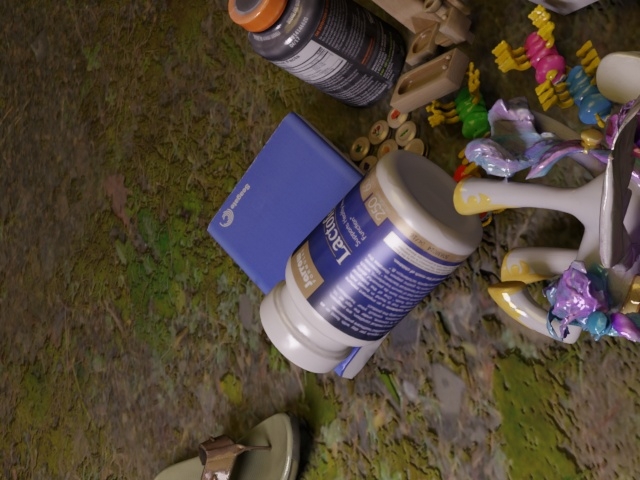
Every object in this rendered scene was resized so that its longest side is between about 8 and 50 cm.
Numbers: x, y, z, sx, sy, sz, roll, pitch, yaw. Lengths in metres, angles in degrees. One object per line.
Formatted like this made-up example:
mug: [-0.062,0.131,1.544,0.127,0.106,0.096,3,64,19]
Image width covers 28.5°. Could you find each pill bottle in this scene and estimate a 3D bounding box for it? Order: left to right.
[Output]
pill bottle: [-0.009,-0.283,1.706,0.130,0.246,0.130,-21,57,38]
pill bottle: [0.054,0.031,1.496,0.264,0.153,0.153,-47,45,27]

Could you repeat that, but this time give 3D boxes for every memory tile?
memory tile: [0.078,-0.110,1.711,0.148,0.012,0.113,-41,48,24]

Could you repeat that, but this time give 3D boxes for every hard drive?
hard drive: [0.000,0.000,1.673,0.318,0.040,0.210,45,106,35]

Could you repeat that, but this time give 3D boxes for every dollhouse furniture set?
dollhouse furniture set: [0.110,-0.267,1.623,0.144,0.123,0.151,-20,42,53]

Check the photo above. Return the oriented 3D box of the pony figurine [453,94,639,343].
pony figurine: [0.308,-0.029,1.272,0.363,0.303,0.350,22,125,46]

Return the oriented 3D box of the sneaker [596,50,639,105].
sneaker: [0.410,-0.161,1.355,0.212,0.094,0.080,28,119,27]

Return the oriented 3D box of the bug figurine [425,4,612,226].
bug figurine: [0.238,-0.151,1.524,0.279,0.072,0.216,-41,41,31]

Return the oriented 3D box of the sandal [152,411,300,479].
sandal: [-0.139,0.316,1.677,0.303,0.086,0.120,-30,53,33]

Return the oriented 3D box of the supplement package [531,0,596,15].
supplement package: [0.284,-0.437,1.471,0.199,0.198,0.262,172,117,-74]
